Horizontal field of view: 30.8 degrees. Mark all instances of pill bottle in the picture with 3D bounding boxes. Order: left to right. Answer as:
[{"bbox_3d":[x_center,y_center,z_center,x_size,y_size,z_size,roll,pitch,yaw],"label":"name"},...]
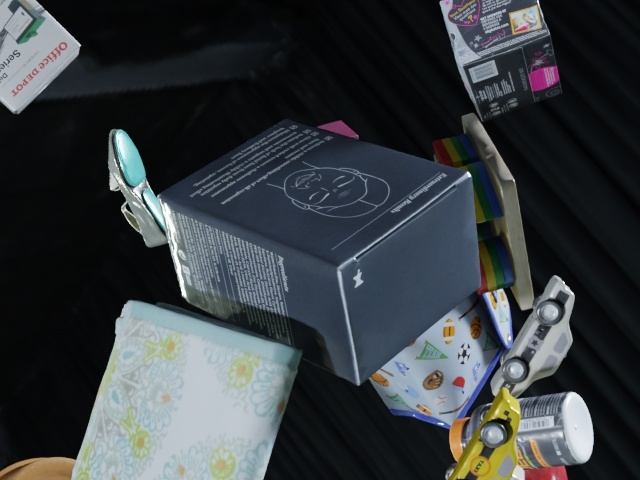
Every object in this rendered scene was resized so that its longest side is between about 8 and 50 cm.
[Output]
[{"bbox_3d":[0.361,0.356,2.125,0.246,0.130,0.130,-14,-4,33],"label":"pill bottle"}]

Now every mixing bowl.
[{"bbox_3d":[0.437,0.469,2.437,0.181,0.181,0.098,61,-143,-71],"label":"mixing bowl"}]

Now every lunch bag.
[{"bbox_3d":[0.263,0.160,2.543,0.385,0.239,0.328,-53,-48,-27],"label":"lunch bag"}]

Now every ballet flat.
[{"bbox_3d":[-0.320,-0.083,1.965,0.068,0.213,0.072,-22,12,25],"label":"ballet flat"}]

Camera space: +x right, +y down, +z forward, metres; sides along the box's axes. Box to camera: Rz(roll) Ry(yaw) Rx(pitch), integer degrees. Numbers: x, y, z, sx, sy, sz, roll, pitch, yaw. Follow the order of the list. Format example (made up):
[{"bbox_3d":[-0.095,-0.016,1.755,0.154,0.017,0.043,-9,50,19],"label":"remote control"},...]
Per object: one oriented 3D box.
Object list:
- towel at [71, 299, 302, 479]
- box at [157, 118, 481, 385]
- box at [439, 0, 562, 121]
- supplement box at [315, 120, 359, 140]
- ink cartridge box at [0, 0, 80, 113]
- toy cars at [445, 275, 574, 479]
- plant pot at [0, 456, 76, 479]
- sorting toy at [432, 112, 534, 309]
[{"bbox_3d":[-0.205,0.267,1.706,0.090,0.374,0.320,20,-96,-44],"label":"towel"},{"bbox_3d":[0.000,0.000,1.780,0.293,0.395,0.212,-34,-51,-33],"label":"box"},{"bbox_3d":[0.320,-0.341,2.056,0.163,0.142,0.247,-19,-22,10],"label":"box"},{"bbox_3d":[0.039,-0.147,2.478,0.081,0.104,0.188,-17,-60,-14],"label":"supplement box"},{"bbox_3d":[-0.525,-0.338,1.907,0.160,0.219,0.092,-48,13,-8],"label":"ink cartridge box"},{"bbox_3d":[0.272,0.222,1.581,0.393,0.087,0.176,-58,-5,-33],"label":"toy cars"},{"bbox_3d":[-0.487,0.512,2.080,0.291,0.291,0.203,-25,-16,-32],"label":"plant pot"},{"bbox_3d":[0.271,-0.043,1.976,0.089,0.255,0.257,-15,-58,0],"label":"sorting toy"}]
